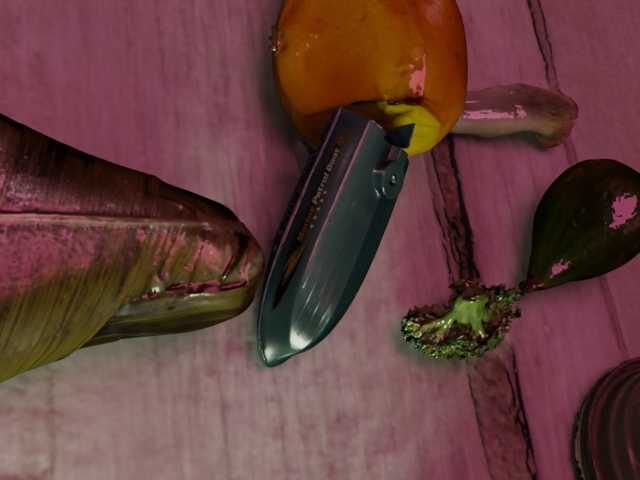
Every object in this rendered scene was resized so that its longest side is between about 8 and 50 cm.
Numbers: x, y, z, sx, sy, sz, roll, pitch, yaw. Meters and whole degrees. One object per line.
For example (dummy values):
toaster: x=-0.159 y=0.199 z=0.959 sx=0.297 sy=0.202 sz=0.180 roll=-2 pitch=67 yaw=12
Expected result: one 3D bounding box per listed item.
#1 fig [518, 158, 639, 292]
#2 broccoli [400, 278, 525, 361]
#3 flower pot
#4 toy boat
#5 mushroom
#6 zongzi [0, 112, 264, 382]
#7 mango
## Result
fig: x=0.256 y=0.000 z=1.227 sx=0.117 sy=0.117 sz=0.177 roll=43 pitch=73 yaw=-2
broccoli: x=0.129 y=0.069 z=1.125 sx=0.097 sy=0.092 sz=0.095 roll=19 pitch=51 yaw=16
flower pot: x=0.368 y=0.201 z=1.155 sx=0.235 sy=0.140 sz=0.236 roll=14 pitch=59 yaw=-24
toy boat: x=0.000 y=0.000 z=1.085 sx=0.093 sy=0.103 sz=0.246 roll=42 pitch=65 yaw=-47
mushroom: x=0.173 y=-0.133 z=1.282 sx=0.202 sy=0.054 sz=0.059 roll=1 pitch=59 yaw=-22
zongzi: x=-0.197 y=0.064 z=0.919 sx=0.285 sy=0.134 sz=0.288 roll=19 pitch=57 yaw=-16
mango: x=0.051 y=-0.209 z=1.194 sx=0.187 sy=0.138 sz=0.257 roll=3 pitch=64 yaw=5
